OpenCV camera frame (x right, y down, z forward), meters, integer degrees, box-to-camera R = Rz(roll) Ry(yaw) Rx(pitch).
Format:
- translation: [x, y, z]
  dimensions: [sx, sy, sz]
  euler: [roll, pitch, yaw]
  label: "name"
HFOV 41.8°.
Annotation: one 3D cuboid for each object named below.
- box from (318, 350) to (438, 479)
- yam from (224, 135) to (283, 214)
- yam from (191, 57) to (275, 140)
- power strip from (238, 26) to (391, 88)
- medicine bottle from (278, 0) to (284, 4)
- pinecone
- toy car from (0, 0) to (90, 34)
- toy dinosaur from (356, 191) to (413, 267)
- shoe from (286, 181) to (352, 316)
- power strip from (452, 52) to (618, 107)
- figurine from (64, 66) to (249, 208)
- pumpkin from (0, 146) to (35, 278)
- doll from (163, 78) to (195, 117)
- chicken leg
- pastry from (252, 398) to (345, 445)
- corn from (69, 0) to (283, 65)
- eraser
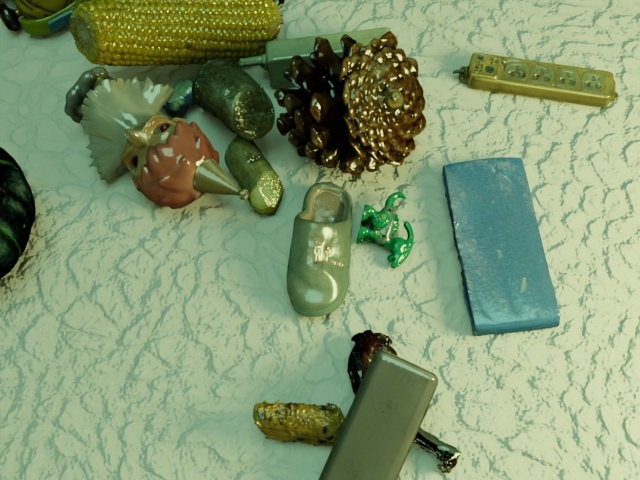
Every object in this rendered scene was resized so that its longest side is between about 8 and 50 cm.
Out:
- translation: [0.080, 0.287, 1.217]
  dimensions: [0.103, 0.055, 0.244]
  euler: [24, 88, 12]
  label: "box"
- translation: [-0.115, -0.116, 1.465]
  dimensions: [0.069, 0.070, 0.146]
  euler: [-29, 64, -11]
  label: "yam"
- translation: [-0.155, -0.253, 1.485]
  dimensions: [0.107, 0.107, 0.183]
  euler: [-35, 46, -14]
  label: "yam"
- translation: [-0.008, -0.336, 1.556]
  dimensions: [0.288, 0.093, 0.053]
  euler: [-8, 66, -1]
  label: "power strip"
- translation: [-0.204, -0.485, 1.649]
  dimensions: [0.258, 0.079, 0.124]
  euler: [-22, 64, -7]
  label: "medicine bottle"
- translation: [0.040, -0.237, 1.426]
  dimensions: [0.264, 0.264, 0.264]
  euler: [-1, 63, 2]
  label: "pinecone"
- translation: [-0.573, -0.532, 1.656]
  dimensions: [0.200, 0.142, 0.248]
  euler: [-36, 69, -15]
  label: "toy car"
- translation: [0.114, -0.022, 1.419]
  dimensions: [0.096, 0.059, 0.132]
  euler: [15, 73, 1]
  label: "toy dinosaur"
- translation: [0.000, 0.000, 1.385]
  dimensions: [0.103, 0.100, 0.251]
  euler: [3, 61, 4]
  label: "shoe"
- translation: [0.397, -0.296, 1.543]
  dimensions: [0.305, 0.044, 0.064]
  euler: [10, 65, 8]
  label: "power strip"
- translation: [-0.286, -0.157, 1.443]
  dimensions: [0.387, 0.166, 0.207]
  euler: [39, 90, 23]
  label: "figurine"
- translation: [-0.629, -0.045, 1.365]
  dimensions: [0.315, 0.238, 0.315]
  euler: [-1, 59, 1]
  label: "pumpkin"
- translation: [-0.261, -0.268, 1.560]
  dimensions: [0.076, 0.050, 0.083]
  euler: [26, 68, 35]
  label: "doll"
- translation: [0.114, 0.251, 1.282]
  dimensions: [0.106, 0.051, 0.253]
  euler: [-26, 68, -16]
  label: "chicken leg"
- translation: [-0.030, 0.274, 1.261]
  dimensions: [0.140, 0.080, 0.056]
  euler: [-1, 52, 3]
  label: "pastry"
- translation: [-0.253, -0.387, 1.535]
  dimensions: [0.387, 0.144, 0.144]
  euler: [-13, 62, -21]
  label: "corn"
- translation: [0.296, 0.002, 1.399]
  dimensions: [0.144, 0.043, 0.312]
  euler: [-6, 63, 0]
  label: "eraser"
